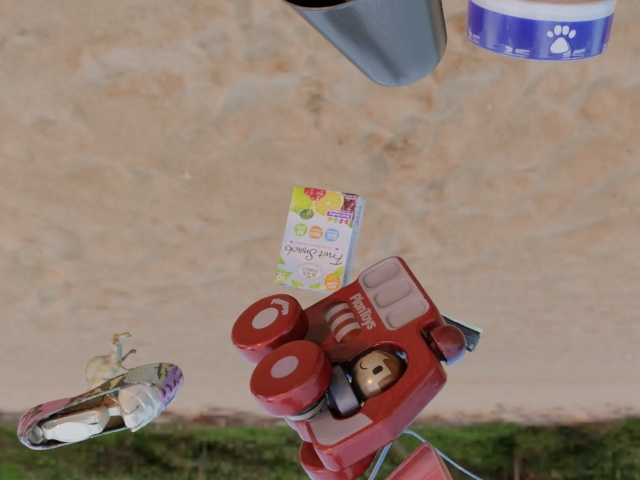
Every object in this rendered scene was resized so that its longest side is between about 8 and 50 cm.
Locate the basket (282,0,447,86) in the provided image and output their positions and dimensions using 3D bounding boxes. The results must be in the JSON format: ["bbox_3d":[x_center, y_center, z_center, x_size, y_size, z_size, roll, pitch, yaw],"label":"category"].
[{"bbox_3d":[0.070,-0.303,1.458,0.204,0.154,0.227,-24,151,10],"label":"basket"}]

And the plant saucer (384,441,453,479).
[{"bbox_3d":[0.124,0.428,1.436,0.048,0.259,0.258,11,131,-37],"label":"plant saucer"}]

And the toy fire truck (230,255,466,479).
[{"bbox_3d":[0.046,0.148,1.451,0.254,0.169,0.302,-31,-151,0],"label":"toy fire truck"}]

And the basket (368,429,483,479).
[{"bbox_3d":[0.170,0.516,2.063,0.255,0.289,0.201,35,178,4],"label":"basket"}]

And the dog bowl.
[{"bbox_3d":[0.400,-0.415,2.103,0.265,0.104,0.265,3,-154,-1],"label":"dog bowl"}]

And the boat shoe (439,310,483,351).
[{"bbox_3d":[0.183,0.132,1.767,0.133,0.042,0.049,23,170,-9],"label":"boat shoe"}]

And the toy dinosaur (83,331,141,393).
[{"bbox_3d":[-0.353,0.229,1.893,0.093,0.183,0.053,30,180,-38],"label":"toy dinosaur"}]

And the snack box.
[{"bbox_3d":[0.000,0.000,1.611,0.100,0.141,0.037,9,173,21],"label":"snack box"}]

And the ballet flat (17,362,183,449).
[{"bbox_3d":[-0.274,0.220,1.468,0.221,0.077,0.079,-17,-161,-13],"label":"ballet flat"}]
